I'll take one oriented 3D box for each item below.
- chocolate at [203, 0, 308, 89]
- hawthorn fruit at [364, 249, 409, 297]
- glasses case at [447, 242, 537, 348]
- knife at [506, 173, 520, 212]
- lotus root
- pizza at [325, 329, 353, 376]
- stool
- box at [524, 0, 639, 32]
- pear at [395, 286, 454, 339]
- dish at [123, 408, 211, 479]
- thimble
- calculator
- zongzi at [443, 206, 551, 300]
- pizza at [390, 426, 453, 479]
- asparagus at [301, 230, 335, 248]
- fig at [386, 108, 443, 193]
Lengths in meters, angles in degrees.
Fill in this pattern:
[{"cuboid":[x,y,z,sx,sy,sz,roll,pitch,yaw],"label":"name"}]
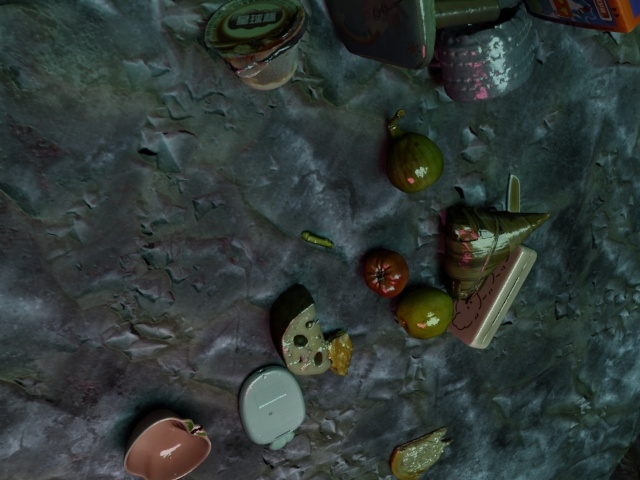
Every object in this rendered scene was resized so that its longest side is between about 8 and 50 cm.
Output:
[{"cuboid":[-0.110,-0.367,1.229,0.221,0.221,0.147,-33,141,-12],"label":"chocolate"},{"cuboid":[0.174,0.086,1.667,0.125,0.140,0.125,0,100,-1],"label":"hawthorn fruit"},{"cuboid":[0.500,0.147,1.865,0.076,0.144,0.337,16,104,-36],"label":"glasses case"},{"cuboid":[0.574,-0.084,1.865,0.046,0.022,0.256,-21,123,-15],"label":"knife"},{"cuboid":[-0.055,0.236,1.602,0.138,0.119,0.235,-21,124,-20],"label":"lotus root"},{"cuboid":[0.047,0.308,1.739,0.099,0.035,0.160,-54,139,-29],"label":"pizza"},{"cuboid":[0.167,-0.526,1.226,0.226,0.310,0.311,-29,127,-20],"label":"stool"},{"cuboid":[0.579,-0.683,1.373,0.257,0.318,0.348,-45,129,0],"label":"box"},{"cuboid":[0.297,0.204,1.772,0.162,0.149,0.149,-19,123,-13],"label":"pear"},{"cuboid":[-0.384,0.495,1.561,0.213,0.090,0.214,-13,121,-22],"label":"dish"},{"cuboid":[0.388,-0.437,1.459,0.236,0.205,0.172,-28,124,-19],"label":"thimble"},{"cuboid":[-0.128,0.466,1.724,0.184,0.042,0.295,-24,123,-18],"label":"calculator"},{"cuboid":[0.492,0.036,1.770,0.288,0.134,0.286,-6,124,-2],"label":"zongzi"},{"cuboid":[0.353,0.733,2.148,0.262,0.034,0.181,-21,122,-20],"label":"pizza"},{"cuboid":[0.000,0.000,1.572,0.108,0.021,0.025,20,102,-36],"label":"asparagus"},{"cuboid":[0.210,-0.204,1.533,0.142,0.148,0.186,-43,90,13],"label":"fig"}]
